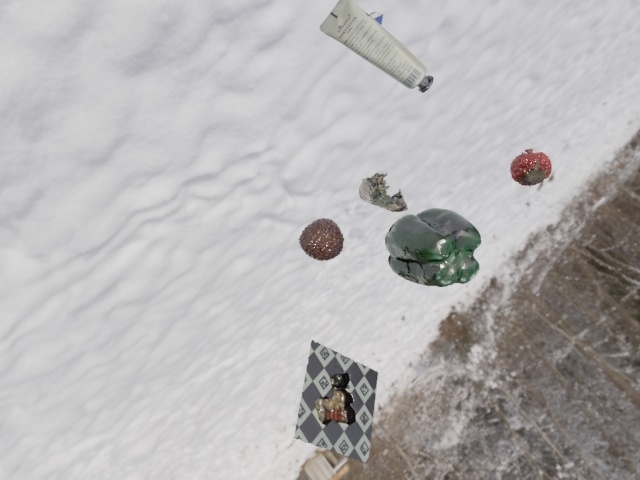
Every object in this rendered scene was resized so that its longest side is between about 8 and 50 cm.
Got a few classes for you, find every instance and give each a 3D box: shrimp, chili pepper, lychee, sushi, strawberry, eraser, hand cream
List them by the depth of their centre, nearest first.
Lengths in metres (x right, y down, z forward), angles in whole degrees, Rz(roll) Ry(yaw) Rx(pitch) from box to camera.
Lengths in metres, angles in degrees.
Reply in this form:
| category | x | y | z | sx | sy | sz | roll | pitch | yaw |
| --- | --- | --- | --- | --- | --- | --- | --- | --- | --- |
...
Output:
| category | x | y | z | sx | sy | sz | roll | pitch | yaw |
| --- | --- | --- | --- | --- | --- | --- | --- | --- | --- |
| hand cream | 0.112 | -0.352 | 0.939 | 0.080 | 0.233 | 0.050 | -43 | -151 | 37 |
| shrimp | 0.148 | -0.106 | 1.163 | 0.223 | 0.126 | 0.048 | 80 | 35 | -82 |
| sushi | 0.030 | 0.378 | 1.186 | 0.047 | 0.231 | 0.220 | -24 | -135 | 44 |
| eraser | 0.135 | -0.557 | 1.352 | 0.063 | 0.027 | 0.085 | -41 | 152 | -36 |
| chili pepper | 0.349 | 0.027 | 1.550 | 0.248 | 0.234 | 0.256 | -24 | -156 | -21 |
| strawberry | 0.737 | -0.246 | 1.776 | 0.145 | 0.086 | 0.145 | -4 | 140 | -3 |
| lychee | 0.000 | 0.000 | 2.090 | 0.188 | 0.188 | 0.188 | -38 | 165 | -12 |
